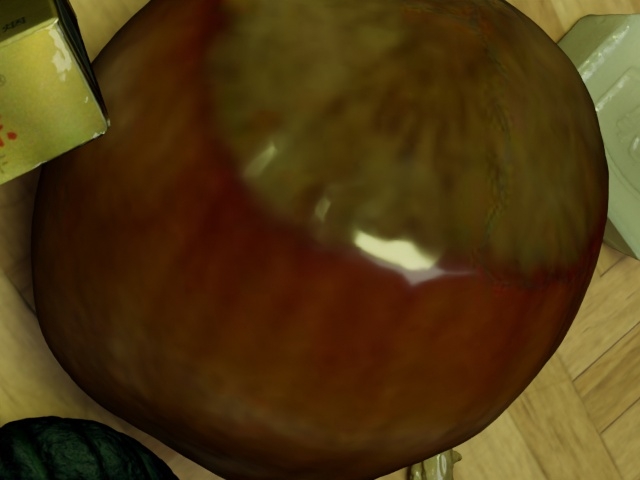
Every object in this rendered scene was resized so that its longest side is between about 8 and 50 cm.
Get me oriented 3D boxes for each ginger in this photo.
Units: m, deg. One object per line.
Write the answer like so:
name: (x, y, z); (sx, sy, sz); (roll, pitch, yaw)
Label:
ginger: (0.121, 0.232, 1.122); (0.069, 0.051, 0.173); (-44, 122, -15)

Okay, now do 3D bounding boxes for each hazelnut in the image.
hazelnut: (0.004, -0.006, 0.848); (0.366, 0.366, 0.366); (-8, 108, -27)

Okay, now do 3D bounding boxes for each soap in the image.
soap: (0.245, -0.086, 1.093); (0.121, 0.064, 0.183); (-46, 120, -7)

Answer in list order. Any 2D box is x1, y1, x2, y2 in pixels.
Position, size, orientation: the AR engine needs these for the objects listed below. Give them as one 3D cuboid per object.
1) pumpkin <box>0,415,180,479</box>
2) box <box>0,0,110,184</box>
pumpkin: (-0.171, 0.248, 0.853); (0.248, 0.248, 0.248); (-8, 108, -27)
box: (-0.206, -0.090, 0.723); (0.159, 0.240, 0.071); (-28, 118, -3)
